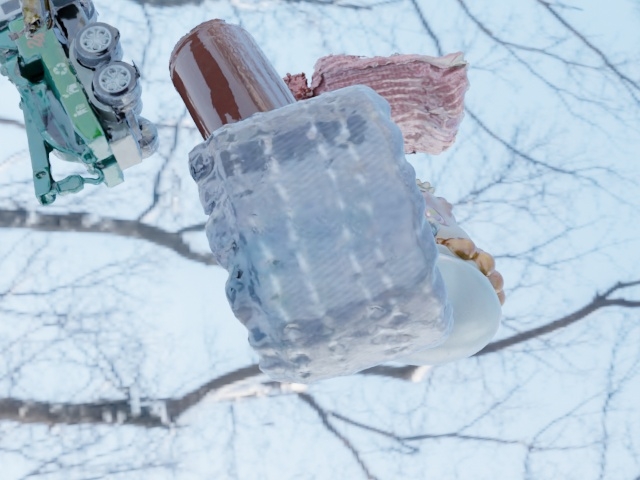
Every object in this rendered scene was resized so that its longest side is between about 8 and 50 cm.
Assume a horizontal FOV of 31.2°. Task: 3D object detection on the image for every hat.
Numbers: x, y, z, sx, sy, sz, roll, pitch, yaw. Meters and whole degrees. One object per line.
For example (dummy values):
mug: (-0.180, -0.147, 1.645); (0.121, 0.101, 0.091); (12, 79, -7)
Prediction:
hat: (0.058, -0.196, 1.583); (0.236, 0.286, 0.107); (95, -2, -59)

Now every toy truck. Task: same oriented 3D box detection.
toy truck: (-0.341, -0.225, 1.515); (0.176, 0.178, 0.363); (85, -19, -65)

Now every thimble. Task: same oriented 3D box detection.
thimble: (0.000, 0.000, 0.934); (0.172, 0.236, 0.205); (-17, -132, 3)

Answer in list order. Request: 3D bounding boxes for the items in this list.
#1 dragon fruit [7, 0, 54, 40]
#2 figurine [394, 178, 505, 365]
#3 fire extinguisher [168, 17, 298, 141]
dragon fruit: (-0.295, -0.328, 1.201); (0.125, 0.125, 0.246); (-1, -96, 23)
figurine: (0.077, 0.001, 1.437); (0.205, 0.224, 0.382); (-37, -140, 9)
fire extinguisher: (-0.044, -0.088, 1.148); (0.106, 0.147, 0.337); (-45, -137, 14)
